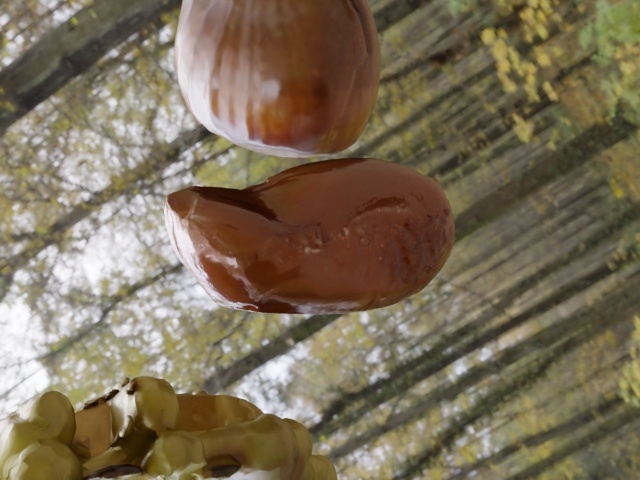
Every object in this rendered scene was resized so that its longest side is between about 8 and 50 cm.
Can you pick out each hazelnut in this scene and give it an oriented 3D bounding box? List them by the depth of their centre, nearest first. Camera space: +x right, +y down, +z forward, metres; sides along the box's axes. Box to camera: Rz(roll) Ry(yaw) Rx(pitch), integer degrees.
[{"bbox_3d":[-0.027,-0.136,0.672,0.150,0.150,0.150,52,-166,-19],"label":"hazelnut"}]

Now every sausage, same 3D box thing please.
[{"bbox_3d":[0.000,0.000,0.529,0.179,0.089,0.089,-4,-126,-31],"label":"sausage"}]

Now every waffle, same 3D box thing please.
[{"bbox_3d":[-0.174,0.197,0.583,0.380,0.382,0.095,60,-174,-64],"label":"waffle"}]
